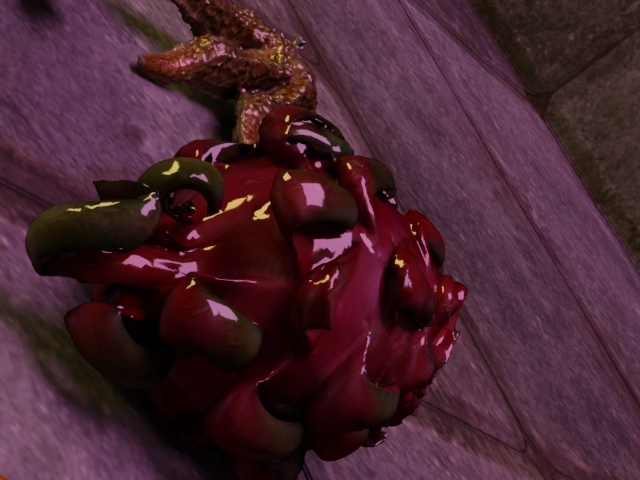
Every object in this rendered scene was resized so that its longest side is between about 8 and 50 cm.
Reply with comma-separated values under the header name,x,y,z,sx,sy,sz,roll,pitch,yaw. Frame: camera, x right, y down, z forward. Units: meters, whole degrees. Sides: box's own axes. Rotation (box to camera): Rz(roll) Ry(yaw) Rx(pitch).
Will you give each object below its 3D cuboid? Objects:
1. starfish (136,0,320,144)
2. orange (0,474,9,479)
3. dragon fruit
name,x,y,z,sx,sy,sz,roll,pitch,yaw
starfish,-0.070,-0.160,1.525,0.301,0.084,0.293,60,15,10
orange,-0.142,0.145,0.486,0.234,0.182,0.234,41,19,-18
dragon fruit,-0.028,0.035,1.043,0.198,0.218,0.273,18,13,17
